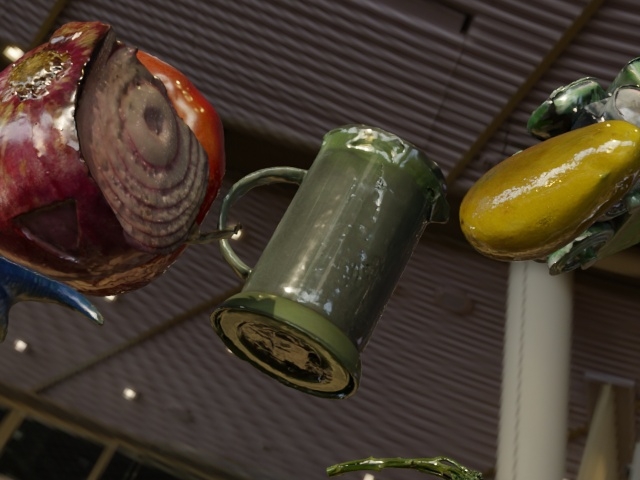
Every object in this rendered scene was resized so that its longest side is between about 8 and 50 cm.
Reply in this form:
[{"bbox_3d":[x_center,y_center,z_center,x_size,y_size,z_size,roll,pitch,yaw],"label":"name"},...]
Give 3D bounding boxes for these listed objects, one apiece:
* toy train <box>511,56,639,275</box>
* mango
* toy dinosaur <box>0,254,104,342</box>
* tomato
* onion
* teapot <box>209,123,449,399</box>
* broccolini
[{"bbox_3d":[0.367,-0.095,1.427,0.173,0.248,0.307,58,-29,22],"label":"toy train"},{"bbox_3d":[0.180,-0.039,0.868,0.161,0.103,0.076,-32,-79,33],"label":"mango"},{"bbox_3d":[-0.272,0.003,0.804,0.247,0.075,0.188,7,-37,-11],"label":"toy dinosaur"},{"bbox_3d":[-0.294,-0.093,1.485,0.293,0.325,0.290,25,-27,-22],"label":"tomato"},{"bbox_3d":[-0.264,-0.076,1.173,0.230,0.256,0.272,-8,-71,25],"label":"onion"},{"bbox_3d":[0.000,0.000,1.461,0.270,0.337,0.200,25,-27,9],"label":"teapot"},{"bbox_3d":[0.100,0.255,1.229,0.194,0.052,0.054,5,-44,29],"label":"broccolini"}]
